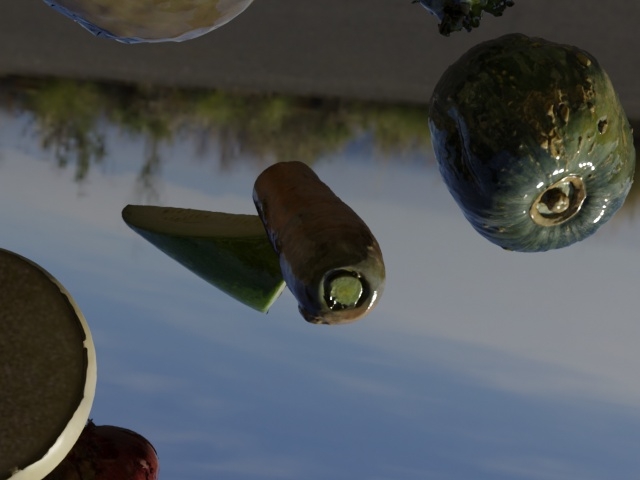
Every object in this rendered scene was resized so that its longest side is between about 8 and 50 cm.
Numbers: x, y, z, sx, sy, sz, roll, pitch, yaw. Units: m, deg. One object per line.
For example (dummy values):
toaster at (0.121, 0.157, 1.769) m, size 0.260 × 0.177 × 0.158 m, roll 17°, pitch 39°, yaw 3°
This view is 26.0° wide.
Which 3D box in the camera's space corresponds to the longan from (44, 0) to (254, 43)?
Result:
longan at (-0.208, -0.427, 1.623) m, size 0.391 × 0.391 × 0.391 m, roll 7°, pitch -177°, yaw 0°

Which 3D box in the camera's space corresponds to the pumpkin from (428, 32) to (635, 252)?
pumpkin at (0.309, -0.149, 2.021) m, size 0.291 × 0.328 × 0.257 m, roll -26°, pitch -134°, yaw -3°

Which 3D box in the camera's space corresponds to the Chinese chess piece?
Chinese chess piece at (-0.362, 0.133, 1.399) m, size 0.270 × 0.270 × 0.112 m, roll 7°, pitch 159°, yaw -10°

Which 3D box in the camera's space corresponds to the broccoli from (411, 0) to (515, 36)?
broccoli at (0.164, -0.450, 1.866) m, size 0.272 × 0.334 × 0.324 m, roll -36°, pitch -176°, yaw 3°

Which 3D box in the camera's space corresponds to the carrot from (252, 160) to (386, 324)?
carrot at (0.000, 0.000, 1.805) m, size 0.138 × 0.139 × 0.302 m, roll 6°, pitch -150°, yaw -20°

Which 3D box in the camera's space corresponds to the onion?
onion at (-0.284, 0.281, 1.642) m, size 0.184 × 0.147 × 0.184 m, roll -28°, pitch -163°, yaw 10°

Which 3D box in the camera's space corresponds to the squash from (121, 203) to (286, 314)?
squash at (-0.167, -0.015, 2.114) m, size 0.288 × 0.203 × 0.111 m, roll 37°, pitch -147°, yaw 3°
